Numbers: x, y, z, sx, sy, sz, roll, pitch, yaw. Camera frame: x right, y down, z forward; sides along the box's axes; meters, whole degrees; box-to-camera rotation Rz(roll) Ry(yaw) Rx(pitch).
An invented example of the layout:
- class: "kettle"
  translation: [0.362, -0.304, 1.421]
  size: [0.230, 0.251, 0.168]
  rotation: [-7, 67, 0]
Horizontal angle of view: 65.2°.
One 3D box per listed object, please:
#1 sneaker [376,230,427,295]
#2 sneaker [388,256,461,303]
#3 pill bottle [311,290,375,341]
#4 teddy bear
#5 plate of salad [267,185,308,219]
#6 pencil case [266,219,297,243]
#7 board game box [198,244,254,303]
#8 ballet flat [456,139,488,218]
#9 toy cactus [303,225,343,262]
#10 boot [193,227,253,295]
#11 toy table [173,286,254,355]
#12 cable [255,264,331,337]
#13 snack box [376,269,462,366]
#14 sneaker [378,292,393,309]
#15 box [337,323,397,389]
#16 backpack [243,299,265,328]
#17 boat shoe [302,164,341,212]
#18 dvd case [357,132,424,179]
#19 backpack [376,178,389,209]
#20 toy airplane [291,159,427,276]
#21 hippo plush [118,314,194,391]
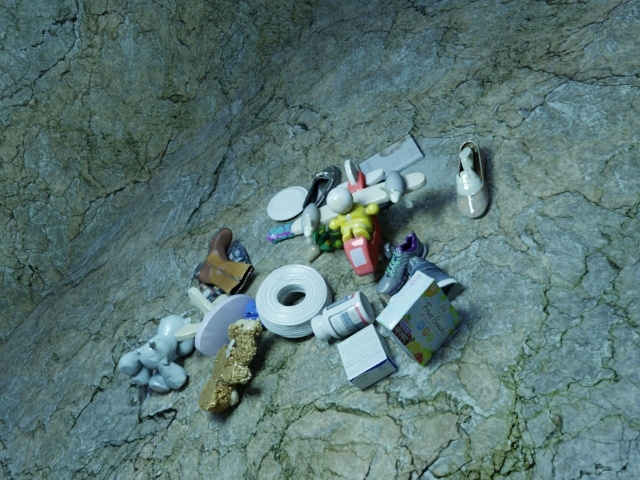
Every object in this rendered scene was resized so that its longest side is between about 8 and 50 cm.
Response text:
- class: "sneaker"
  translation: [0.239, 0.072, 1.584]
  size: [0.224, 0.098, 0.083]
  rotation: [-50, 38, -12]
- class: "sneaker"
  translation: [0.269, 0.128, 1.459]
  size: [0.226, 0.086, 0.163]
  rotation: [-12, 34, -21]
- class: "pill bottle"
  translation: [0.067, 0.241, 1.555]
  size: [0.180, 0.108, 0.108]
  rotation: [-28, 39, 17]
- class: "teddy bear"
  translation: [-0.280, 0.409, 1.657]
  size: [0.245, 0.113, 0.338]
  rotation: [-26, 42, 45]
- class: "plate of salad"
  translation: [-0.138, -0.158, 2.190]
  size: [0.199, 0.048, 0.200]
  rotation: [-15, 46, 16]
- class: "pencil case"
  translation: [-0.143, -0.036, 2.054]
  size: [0.151, 0.065, 0.070]
  rotation: [-18, 17, 28]
- class: "board game box"
  translation: [-0.403, 0.143, 2.116]
  size: [0.243, 0.042, 0.165]
  rotation: [-38, 37, 3]
- class: "ballet flat"
  translation: [0.488, -0.212, 1.650]
  size: [0.107, 0.106, 0.316]
  rotation: [-16, 43, 29]
- class: "toy cactus"
  translation: [0.000, 0.000, 1.878]
  size: [0.181, 0.112, 0.219]
  rotation: [-53, 46, -1]
- class: "boot"
  translation: [-0.377, 0.077, 2.046]
  size: [0.280, 0.096, 0.264]
  rotation: [11, 60, 45]
- class: "toy table"
  translation: [-0.380, 0.289, 1.806]
  size: [0.160, 0.252, 0.274]
  rotation: [10, 24, 36]
- class: "cable"
  translation: [-0.089, 0.200, 1.691]
  size: [0.257, 0.089, 0.257]
  rotation: [25, 57, 31]
- class: "snack box"
  translation: [0.266, 0.210, 1.330]
  size: [0.174, 0.207, 0.070]
  rotation: [-47, 39, -9]
- class: "sneaker"
  translation: [0.250, 0.206, 1.483]
  size: [0.071, 0.066, 0.188]
  rotation: [-31, 40, -15]
- class: "box"
  translation: [0.132, 0.333, 1.433]
  size: [0.126, 0.072, 0.137]
  rotation: [-33, 37, 10]
- class: "backpack"
  translation: [-0.203, 0.259, 1.780]
  size: [0.120, 0.101, 0.098]
  rotation: [-8, 53, 28]
- class: "boat shoe"
  translation: [0.005, -0.212, 2.079]
  size: [0.112, 0.095, 0.335]
  rotation: [-12, 45, 33]
- class: "dvd case"
  translation: [0.277, -0.320, 2.013]
  size: [0.253, 0.022, 0.180]
  rotation: [-30, 38, 14]
- class: "backpack"
  translation: [0.215, -0.170, 1.862]
  size: [0.114, 0.084, 0.105]
  rotation: [-17, 46, 35]
- class: "toy airplane"
  translation: [0.113, -0.118, 1.670]
  size: [0.384, 0.272, 0.386]
  rotation: [32, 89, 39]
- class: "hippo plush"
  translation: [-0.600, 0.391, 1.864]
  size: [0.234, 0.294, 0.237]
  rotation: [-7, 35, 19]
